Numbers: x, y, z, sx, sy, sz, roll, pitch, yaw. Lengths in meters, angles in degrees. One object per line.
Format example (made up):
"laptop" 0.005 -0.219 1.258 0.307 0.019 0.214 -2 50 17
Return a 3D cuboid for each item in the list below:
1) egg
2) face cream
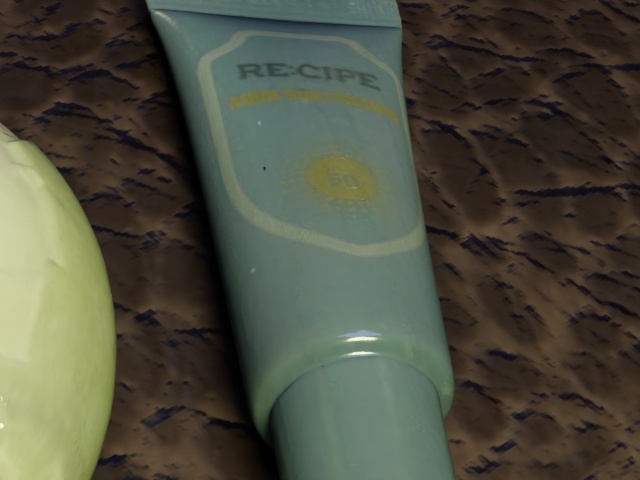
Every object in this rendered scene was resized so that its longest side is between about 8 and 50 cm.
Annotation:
"egg" -0.170 0.031 0.752 0.183 0.183 0.217 -3 46 -19
"face cream" 0.000 0.000 0.901 0.135 0.086 0.385 3 43 -13
